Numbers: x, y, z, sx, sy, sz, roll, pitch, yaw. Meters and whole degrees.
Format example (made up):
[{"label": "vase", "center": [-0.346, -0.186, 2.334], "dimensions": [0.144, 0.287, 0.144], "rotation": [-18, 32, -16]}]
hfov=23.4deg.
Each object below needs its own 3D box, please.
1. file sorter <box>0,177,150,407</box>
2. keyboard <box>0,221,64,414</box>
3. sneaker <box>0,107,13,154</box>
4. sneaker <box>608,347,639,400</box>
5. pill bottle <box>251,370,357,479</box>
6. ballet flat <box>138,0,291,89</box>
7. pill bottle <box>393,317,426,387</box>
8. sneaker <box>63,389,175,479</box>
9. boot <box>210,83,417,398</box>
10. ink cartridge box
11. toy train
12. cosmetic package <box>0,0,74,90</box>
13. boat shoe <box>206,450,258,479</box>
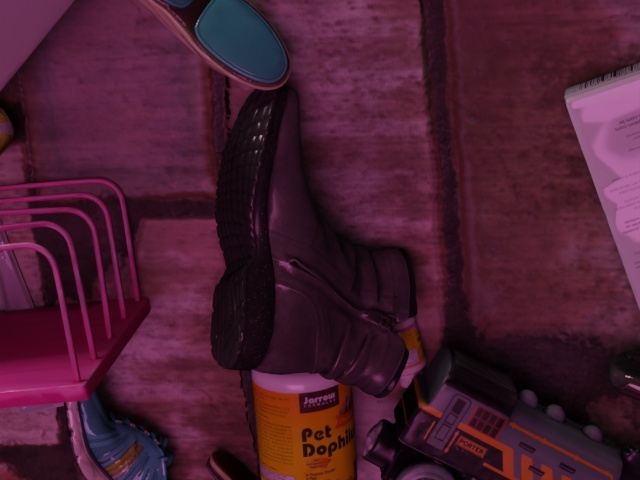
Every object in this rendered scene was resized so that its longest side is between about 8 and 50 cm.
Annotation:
[{"label": "file sorter", "center": [-0.335, 0.052, 1.735], "dimensions": [0.202, 0.291, 0.182], "rotation": [-6, 105, 9]}, {"label": "keyboard", "center": [-0.385, 0.097, 1.921], "dimensions": [0.072, 0.014, 0.256], "rotation": [-12, 107, 22]}, {"label": "sneaker", "center": [-0.462, -0.096, 1.838], "dimensions": [0.240, 0.091, 0.126], "rotation": [-45, 76, 24]}, {"label": "sneaker", "center": [0.449, 0.227, 1.733], "dimensions": [0.281, 0.106, 0.163], "rotation": [14, 115, 7]}, {"label": "pill bottle", "center": [-0.019, 0.199, 1.817], "dimensions": [0.117, 0.117, 0.215], "rotation": [0, 110, 13]}, {"label": "ballet flat", "center": [-0.137, -0.250, 1.702], "dimensions": [0.248, 0.086, 0.086], "rotation": [41, 113, -4]}, {"label": "pill bottle", "center": [0.098, 0.128, 1.805], "dimensions": [0.043, 0.043, 0.083], "rotation": [-10, 108, 16]}, {"label": "sneaker", "center": [-0.240, 0.265, 1.919], "dimensions": [0.110, 0.107, 0.275], "rotation": [-26, 108, 0]}, {"label": "boot", "center": [0.000, 0.000, 1.737], "dimensions": [0.222, 0.118, 0.338], "rotation": [10, 80, -25]}, {"label": "ink cartridge box", "center": [0.465, -0.060, 1.638], "dimensions": [0.324, 0.071, 0.330], "rotation": [-18, 106, 16]}, {"label": "toy train", "center": [0.219, 0.265, 1.774], "dimensions": [0.334, 0.142, 0.190], "rotation": [28, 105, -6]}, {"label": "cosmetic package", "center": [-0.485, -0.217, 1.700], "dimensions": [0.453, 0.161, 0.230], "rotation": [-45, 66, 23]}, {"label": "boat shoe", "center": [-0.091, 0.326, 1.914], "dimensions": [0.049, 0.056, 0.152], "rotation": [-42, 98, 19]}]
